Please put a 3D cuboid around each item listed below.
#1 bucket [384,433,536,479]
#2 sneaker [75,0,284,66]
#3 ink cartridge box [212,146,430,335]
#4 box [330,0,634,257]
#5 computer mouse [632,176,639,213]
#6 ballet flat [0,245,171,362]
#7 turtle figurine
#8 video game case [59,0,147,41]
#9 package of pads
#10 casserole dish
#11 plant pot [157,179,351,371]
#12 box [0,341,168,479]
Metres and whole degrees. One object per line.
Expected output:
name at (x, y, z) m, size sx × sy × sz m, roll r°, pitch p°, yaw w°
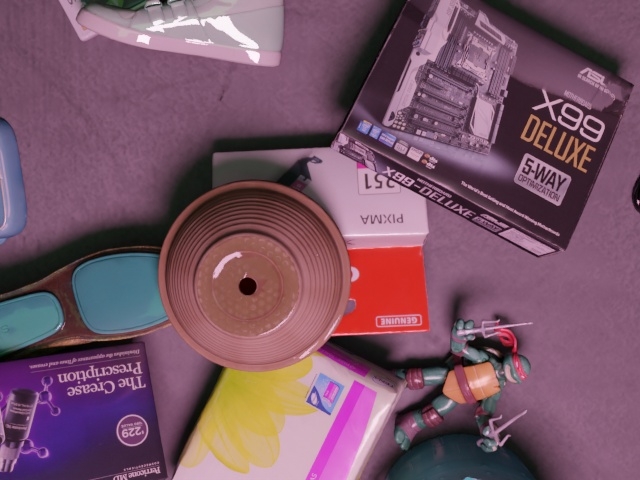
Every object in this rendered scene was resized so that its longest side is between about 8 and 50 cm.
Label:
bucket at (0.199, 0.409, 1.006) m, size 0.281 × 0.183 × 0.281 m, roll 0°, pitch 99°, yaw 0°
sneaker at (-0.168, -0.309, 0.931) m, size 0.256 × 0.094 × 0.151 m, roll 5°, pitch 105°, yaw -11°
ink cartridge box at (0.000, 0.000, 0.955) m, size 0.275 × 0.060 × 0.238 m, roll -3°, pitch 72°, yaw 1°
box at (0.203, -0.154, 0.929) m, size 0.308 × 0.076 × 0.242 m, roll 28°, pitch 78°, yaw -4°
computer mouse at (0.553, -0.072, 0.987) m, size 0.262 × 0.060 × 0.184 m, roll 19°, pitch 98°, yaw -3°
ballet flat at (-0.316, 0.086, 0.990) m, size 0.349 × 0.123 × 0.123 m, roll -17°, pitch 99°, yaw -1°
turtle figurine at (0.197, 0.196, 1.004) m, size 0.234 × 0.118 × 0.175 m, roll -23°, pitch 81°, yaw 21°
video game case at (-0.267, -0.378, 0.957) m, size 0.191 × 0.022 × 0.173 m, roll -27°, pitch 99°, yaw 4°
package of pads at (-0.053, 0.266, 0.997) m, size 0.229 × 0.101 × 0.296 m, roll 27°, pitch 99°, yaw 15°
casserole dish at (-0.462, -0.080, 1.001) m, size 0.114 × 0.037 × 0.188 m, roll -4°, pitch 100°, yaw 1°
plant pot at (-0.081, 0.046, 0.878) m, size 0.238 × 0.110 × 0.237 m, roll 0°, pitch 95°, yaw 2°
box at (-0.343, 0.243, 0.936) m, size 0.261 × 0.103 × 0.184 m, roll -6°, pitch 72°, yaw -26°
